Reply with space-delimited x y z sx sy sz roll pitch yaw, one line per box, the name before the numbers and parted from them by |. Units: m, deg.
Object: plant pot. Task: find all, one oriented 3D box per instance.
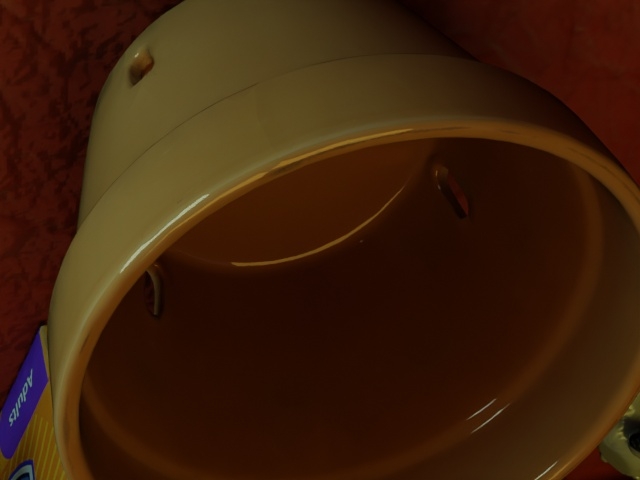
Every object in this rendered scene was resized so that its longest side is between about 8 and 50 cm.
plant pot | 0.000 0.000 0.755 0.291 0.203 0.291 -10 133 -11

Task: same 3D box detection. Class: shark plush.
shark plush | 0.235 0.136 1.070 0.067 0.073 0.161 -52 129 -15

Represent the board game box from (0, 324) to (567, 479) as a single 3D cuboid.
board game box | -0.039 0.320 0.920 0.356 0.356 0.356 11 125 -28
